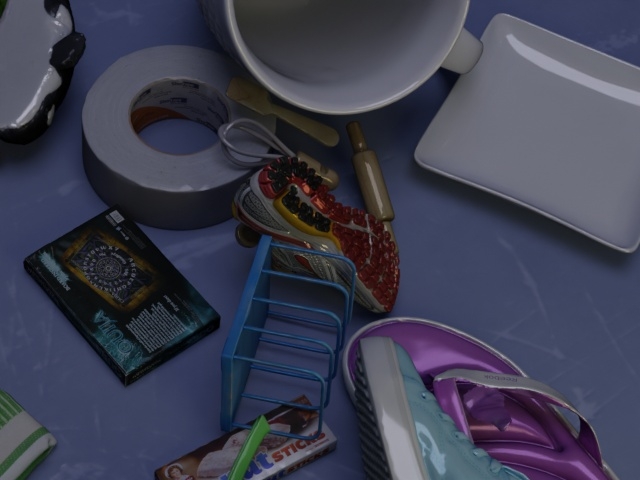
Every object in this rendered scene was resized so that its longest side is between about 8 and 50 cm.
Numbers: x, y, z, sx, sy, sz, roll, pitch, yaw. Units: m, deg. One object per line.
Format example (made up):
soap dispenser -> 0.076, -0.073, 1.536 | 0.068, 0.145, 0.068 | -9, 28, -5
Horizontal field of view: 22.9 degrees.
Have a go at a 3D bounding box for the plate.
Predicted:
plate -> 0.282, -0.124, 1.868 | 0.278, 0.045, 0.277 | 24, 55, 10

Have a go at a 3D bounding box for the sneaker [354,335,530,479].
sneaker -> 0.137, 0.247, 1.502 | 0.150, 0.135, 0.365 | -12, 62, -13

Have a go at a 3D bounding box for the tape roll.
tape roll -> -0.161, -0.120, 1.791 | 0.219, 0.072, 0.219 | 4, 53, -5

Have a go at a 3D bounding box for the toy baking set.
toy baking set -> -0.014, -0.068, 1.739 | 0.197, 0.030, 0.256 | -3, 72, -30

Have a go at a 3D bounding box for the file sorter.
file sorter -> -0.031, 0.102, 1.600 | 0.105, 0.118, 0.170 | 11, 46, 5

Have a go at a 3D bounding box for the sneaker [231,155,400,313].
sneaker -> 0.000, 0.000, 1.675 | 0.225, 0.093, 0.088 | 43, 44, -24

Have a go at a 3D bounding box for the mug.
mug -> 0.026, -0.296, 1.818 | 0.374, 0.276, 0.328 | 25, 10, -24

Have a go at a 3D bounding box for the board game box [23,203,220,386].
board game box -> -0.213, 0.056, 1.684 | 0.126, 0.026, 0.186 | -32, 64, -26

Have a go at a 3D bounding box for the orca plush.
orca plush -> -0.337, -0.218, 1.834 | 0.151, 0.102, 0.287 | -22, 56, 3

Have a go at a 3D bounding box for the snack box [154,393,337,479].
snack box -> -0.074, 0.220, 1.584 | 0.178, 0.022, 0.064 | -25, 60, -23

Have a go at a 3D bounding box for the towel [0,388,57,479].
towel -> -0.455, 0.191, 1.551 | 0.325, 0.038, 0.248 | 29, 54, 16

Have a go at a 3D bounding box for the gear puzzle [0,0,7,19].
gear puzzle -> -0.439, -0.291, 1.898 | 0.176, 0.044, 0.338 | -5, 55, -11

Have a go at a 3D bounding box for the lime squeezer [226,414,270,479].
lime squeezer -> -0.155, 0.287, 1.484 | 0.310, 0.059, 0.110 | -28, 103, -21

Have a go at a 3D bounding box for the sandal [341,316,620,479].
sandal -> 0.199, 0.202, 1.582 | 0.416, 0.102, 0.169 | 40, 59, 21
